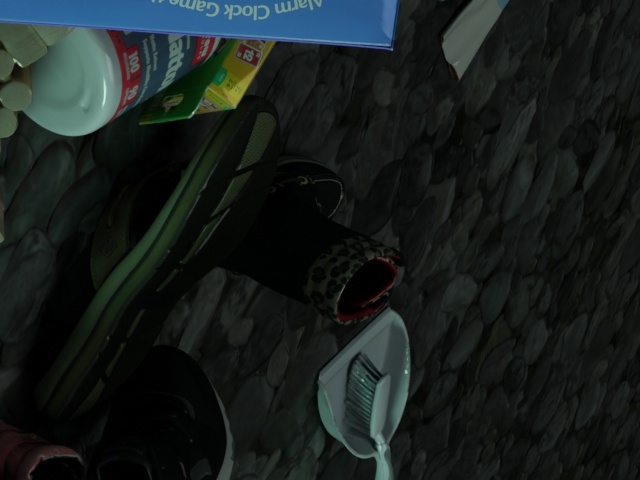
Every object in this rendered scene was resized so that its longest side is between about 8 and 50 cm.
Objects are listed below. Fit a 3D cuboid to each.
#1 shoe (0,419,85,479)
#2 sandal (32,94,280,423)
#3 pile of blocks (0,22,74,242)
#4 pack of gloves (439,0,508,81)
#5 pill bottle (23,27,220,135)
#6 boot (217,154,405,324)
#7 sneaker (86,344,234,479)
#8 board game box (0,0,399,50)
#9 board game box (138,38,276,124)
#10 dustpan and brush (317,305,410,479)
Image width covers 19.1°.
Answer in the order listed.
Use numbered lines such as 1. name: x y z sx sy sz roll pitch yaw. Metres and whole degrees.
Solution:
1. shoe: -0.216 0.188 1.470 0.063 0.081 0.178 -59 154 -13
2. sandal: -0.140 0.006 1.473 0.303 0.086 0.120 -52 160 5
3. pile of blocks: -0.226 -0.144 1.178 0.112 0.149 0.362 -111 -137 -63
4. pack of gloves: 0.188 -0.293 1.876 0.232 0.046 0.195 -57 154 -18
5. pill bottle: -0.130 -0.154 1.314 0.180 0.108 0.108 -38 143 -44
6. boot: -0.001 0.002 1.608 0.236 0.179 0.085 -16 125 -57
7. sneaker: -0.130 0.177 1.486 0.124 0.107 0.283 79 8 -47
8. board game box: -0.116 -0.237 1.045 0.078 0.347 0.233 -114 -150 -61
9. board game box: -0.045 -0.192 1.443 0.039 0.124 0.259 38 75 -20
10. dustpan and brush: 0.056 0.195 2.017 0.147 0.060 0.211 -41 145 -42
